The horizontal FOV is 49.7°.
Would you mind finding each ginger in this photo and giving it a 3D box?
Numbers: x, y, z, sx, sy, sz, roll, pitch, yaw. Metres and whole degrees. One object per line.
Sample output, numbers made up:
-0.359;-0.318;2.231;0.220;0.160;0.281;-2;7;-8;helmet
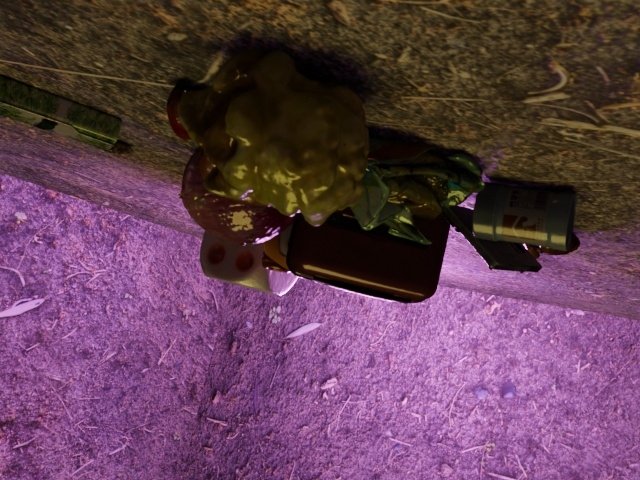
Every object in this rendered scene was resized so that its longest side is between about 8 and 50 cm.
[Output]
0.463;0.001;1.416;0.103;0.073;0.162;9;173;40;ginger

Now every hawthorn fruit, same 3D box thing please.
-0.197;-0.201;1.053;0.081;0.081;0.093;10;143;26;hawthorn fruit

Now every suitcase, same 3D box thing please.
0.094;-0.010;1.349;0.297;0.236;0.161;14;173;-9;suitcase

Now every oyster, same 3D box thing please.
-0.483;-0.220;1.616;0.093;0.034;0.051;4;-163;-42;oyster

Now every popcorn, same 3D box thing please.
-0.045;-0.124;0.882;0.255;0.194;0.256;25;-174;-37;popcorn

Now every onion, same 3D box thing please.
-0.145;-0.075;1.503;0.349;0.159;0.267;2;159;39;onion

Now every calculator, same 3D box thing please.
0.332;-0.002;1.323;0.262;0.021;0.161;4;-137;-55;calculator

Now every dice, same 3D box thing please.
-0.203;0.021;2.141;0.251;0.259;0.243;11;171;27;dice

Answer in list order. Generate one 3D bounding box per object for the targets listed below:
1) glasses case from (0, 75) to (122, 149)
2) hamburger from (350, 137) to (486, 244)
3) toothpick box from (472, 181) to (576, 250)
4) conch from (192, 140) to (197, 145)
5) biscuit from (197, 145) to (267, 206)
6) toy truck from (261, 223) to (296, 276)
-0.533;-0.248;1.337;0.272;0.062;0.095;17;173;-32;glasses case
0.123;-0.073;1.140;0.276;0.150;0.260;12;175;2;hamburger
0.345;-0.042;1.168;0.153;0.101;0.101;9;172;26;toothpick box
-0.158;-0.167;1.260;0.180;0.065;0.088;15;174;9;conch
-0.102;-0.131;1.187;0.221;0.066;0.220;0;155;0;biscuit
0.000;0.000;1.766;0.288;0.204;0.212;18;169;-34;toy truck
